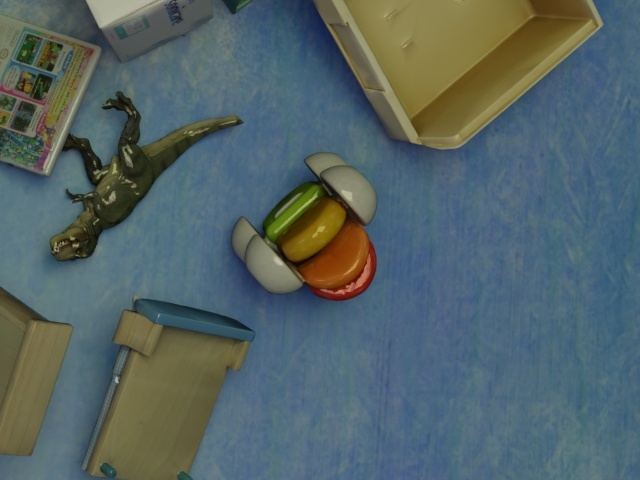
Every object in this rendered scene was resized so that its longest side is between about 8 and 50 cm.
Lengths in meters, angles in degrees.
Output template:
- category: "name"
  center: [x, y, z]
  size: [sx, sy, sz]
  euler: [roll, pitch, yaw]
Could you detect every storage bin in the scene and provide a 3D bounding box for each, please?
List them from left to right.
- category: "storage bin"
  center: [0.144, -0.281, 1.717]
  size: [0.260, 0.123, 0.262]
  euler: [-41, 118, -18]

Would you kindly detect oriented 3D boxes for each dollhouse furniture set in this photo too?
- category: "dollhouse furniture set"
  center: [-0.261, 0.177, 1.615]
  size: [0.303, 0.198, 0.286]
  euler: [13, 100, -43]

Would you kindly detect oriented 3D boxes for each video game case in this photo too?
- category: "video game case"
  center: [-0.332, -0.161, 1.655]
  size: [0.143, 0.019, 0.157]
  euler: [19, 75, 7]

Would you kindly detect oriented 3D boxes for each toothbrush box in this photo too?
- category: "toothbrush box"
  center: [-0.234, -0.360, 1.624]
  size: [0.126, 0.216, 0.296]
  euler: [-28, 89, -3]

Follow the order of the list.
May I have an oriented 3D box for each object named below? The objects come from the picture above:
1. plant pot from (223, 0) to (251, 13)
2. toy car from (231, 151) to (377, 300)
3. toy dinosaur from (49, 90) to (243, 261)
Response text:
- category: "plant pot"
  center: [-0.101, -0.413, 1.700]
  size: [0.165, 0.165, 0.234]
  euler: [-39, 90, -12]
- category: "toy car"
  center: [0.000, 0.000, 1.663]
  size: [0.159, 0.182, 0.136]
  euler: [-43, 110, -1]
- category: "toy dinosaur"
  center: [-0.220, -0.089, 1.676]
  size: [0.268, 0.064, 0.118]
  euler: [-43, 97, -20]
